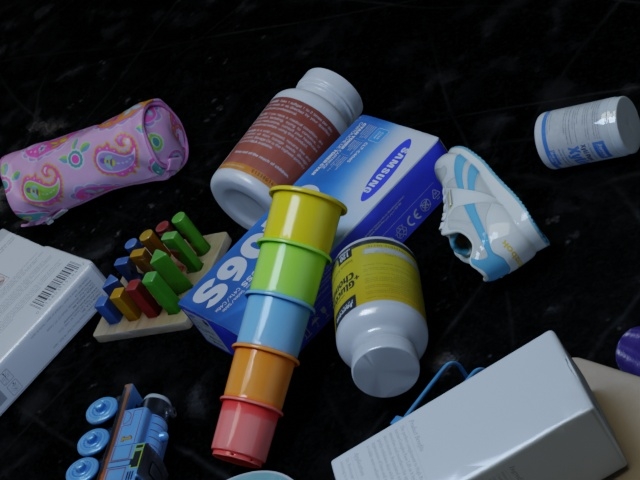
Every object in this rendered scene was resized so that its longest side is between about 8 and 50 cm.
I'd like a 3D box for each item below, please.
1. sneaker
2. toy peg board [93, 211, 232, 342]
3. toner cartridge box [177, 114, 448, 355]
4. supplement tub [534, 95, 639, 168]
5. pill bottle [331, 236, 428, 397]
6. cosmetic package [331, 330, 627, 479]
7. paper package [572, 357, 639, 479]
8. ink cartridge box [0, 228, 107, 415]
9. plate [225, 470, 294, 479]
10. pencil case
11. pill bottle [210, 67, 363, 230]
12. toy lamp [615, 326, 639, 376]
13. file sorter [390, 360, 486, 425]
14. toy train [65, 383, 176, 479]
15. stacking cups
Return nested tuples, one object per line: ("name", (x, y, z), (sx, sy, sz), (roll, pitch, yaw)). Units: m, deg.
("sneaker", (0.175, -0.035, 2.058), (0.092, 0.087, 0.229), (-38, 31, 1))
("toy peg board", (-0.224, 0.040, 2.333), (0.160, 0.079, 0.161), (-10, 41, 34))
("toner cartridge box", (0.000, 0.000, 2.182), (0.348, 0.075, 0.165), (-46, 35, -16))
("supplement tub", (0.309, -0.124, 2.060), (0.107, 0.071, 0.071), (-10, 41, 35))
("pill bottle", (0.066, 0.086, 1.987), (0.103, 0.103, 0.184), (-26, 34, 15))
("cosmetic package", (0.132, 0.190, 1.515), (0.231, 0.085, 0.117), (-30, 34, 8))
("paper package", (0.275, 0.285, 1.493), (0.309, 0.168, 0.325), (-49, 36, -19))
("ink cartridge box", (-0.459, 0.128, 2.449), (0.296, 0.066, 0.261), (-48, 35, -18))
("plate", (-0.092, 0.327, 1.904), (0.188, 0.024, 0.188), (-23, 35, 18))
("pencil case", (-0.333, -0.110, 2.592), (0.284, 0.124, 0.124), (-19, 37, 26))
("pill bottle", (-0.038, -0.119, 2.323), (0.121, 0.121, 0.216), (7, 52, 46))
("toy lamp", (0.384, 0.140, 1.655), (0.080, 0.080, 0.274), (-47, 33, -16))
("file sorter", (0.180, 0.197, 1.737), (0.170, 0.118, 0.104), (9, 50, 48))
("toy train", (-0.227, 0.249, 2.082), (0.105, 0.080, 0.184), (-11, 38, 19))
("stacking cups", (-0.046, 0.101, 2.018), (0.096, 0.096, 0.316), (0, 72, 42))
